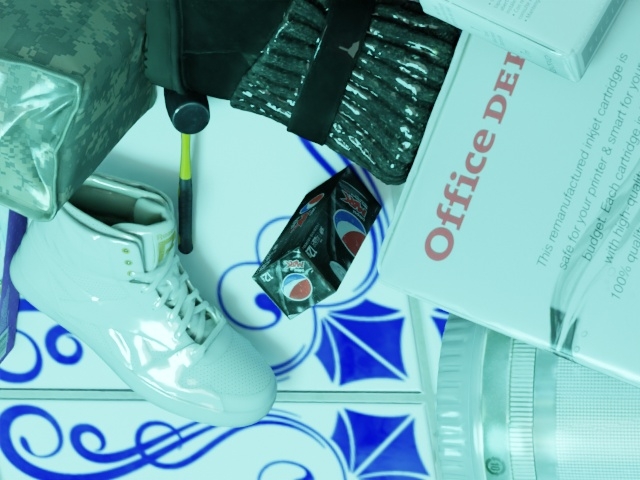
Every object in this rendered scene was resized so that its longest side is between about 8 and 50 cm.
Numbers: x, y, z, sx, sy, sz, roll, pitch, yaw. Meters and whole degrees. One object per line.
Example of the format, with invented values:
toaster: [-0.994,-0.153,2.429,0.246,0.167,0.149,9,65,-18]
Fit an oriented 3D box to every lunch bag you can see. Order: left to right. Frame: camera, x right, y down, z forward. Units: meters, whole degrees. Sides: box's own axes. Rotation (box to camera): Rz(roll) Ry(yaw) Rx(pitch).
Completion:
lunch bag: [-0.304,-0.171,1.554,0.287,0.235,0.169,22,124,6]

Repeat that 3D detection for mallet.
mallet: [-0.127,-0.073,1.670,0.039,0.062,0.190,-5,135,-11]

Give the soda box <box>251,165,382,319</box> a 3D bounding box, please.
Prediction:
soda box: [0.000,0.000,1.585,0.060,0.169,0.053,-33,104,29]

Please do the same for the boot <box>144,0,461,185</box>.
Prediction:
boot: [-0.006,-0.211,1.467,0.260,0.131,0.348,22,147,12]

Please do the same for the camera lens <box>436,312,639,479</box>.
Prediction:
camera lens: [0.257,0.145,1.548,0.274,0.219,0.219,-1,116,18]

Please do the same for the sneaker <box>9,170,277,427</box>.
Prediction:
sneaker: [-0.151,0.052,1.680,0.292,0.108,0.169,32,138,1]

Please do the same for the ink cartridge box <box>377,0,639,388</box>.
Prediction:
ink cartridge box: [0.282,-0.025,1.362,0.394,0.166,0.286,22,90,26]

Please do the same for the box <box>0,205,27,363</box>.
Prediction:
box: [-0.391,-0.028,1.762,0.200,0.057,0.293,17,121,8]

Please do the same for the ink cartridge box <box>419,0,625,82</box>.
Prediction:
ink cartridge box: [0.149,-0.305,1.343,0.261,0.066,0.296,29,84,18]
